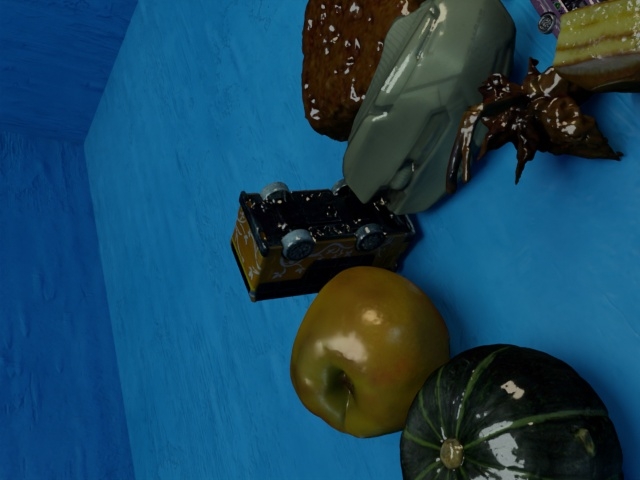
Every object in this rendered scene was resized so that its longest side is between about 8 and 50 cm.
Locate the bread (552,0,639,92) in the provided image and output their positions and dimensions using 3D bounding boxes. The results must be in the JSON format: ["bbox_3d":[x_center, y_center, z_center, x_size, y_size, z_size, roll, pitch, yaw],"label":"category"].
[{"bbox_3d":[0.444,-0.246,0.845,0.234,0.184,0.110,1,89,57],"label":"bread"}]

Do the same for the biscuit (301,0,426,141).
[{"bbox_3d":[0.106,-0.403,1.379,0.395,0.166,0.342,-13,72,55],"label":"biscuit"}]

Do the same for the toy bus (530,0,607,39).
[{"bbox_3d":[0.379,-0.384,1.052,0.098,0.087,0.178,-46,52,39],"label":"toy bus"}]

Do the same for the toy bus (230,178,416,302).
[{"bbox_3d":[0.000,0.000,1.317,0.162,0.323,0.194,63,146,36],"label":"toy bus"}]

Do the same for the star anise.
[{"bbox_3d":[0.304,-0.169,0.990,0.237,0.346,0.148,49,158,24],"label":"star anise"}]

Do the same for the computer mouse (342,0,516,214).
[{"bbox_3d":[0.186,-0.222,1.163,0.145,0.228,0.429,-85,17,-59],"label":"computer mouse"}]

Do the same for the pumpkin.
[{"bbox_3d":[0.263,0.308,0.963,0.323,0.241,0.323,-9,79,53],"label":"pumpkin"}]

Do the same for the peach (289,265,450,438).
[{"bbox_3d":[0.097,0.186,1.211,0.289,0.308,0.289,12,121,22],"label":"peach"}]
